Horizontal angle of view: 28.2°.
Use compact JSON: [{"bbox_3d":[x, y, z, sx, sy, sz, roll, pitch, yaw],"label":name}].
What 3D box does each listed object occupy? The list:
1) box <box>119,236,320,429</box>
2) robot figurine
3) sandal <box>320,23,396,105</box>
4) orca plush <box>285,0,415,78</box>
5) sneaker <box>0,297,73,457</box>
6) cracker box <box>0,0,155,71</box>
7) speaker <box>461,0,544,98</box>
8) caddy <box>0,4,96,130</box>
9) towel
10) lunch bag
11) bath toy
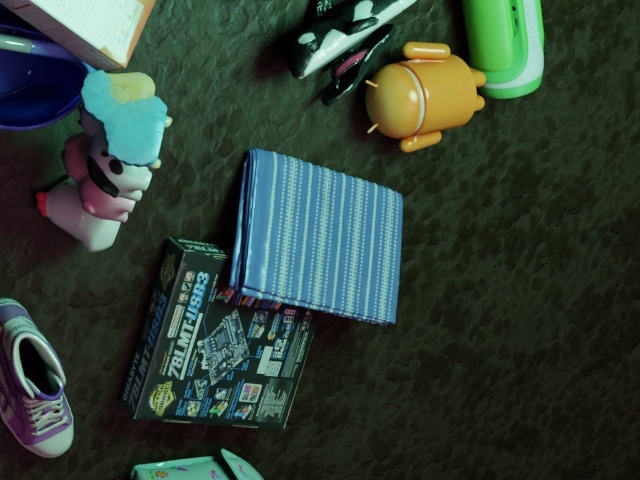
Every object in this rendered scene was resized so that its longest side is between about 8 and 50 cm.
[{"bbox_3d":[-0.152,0.158,2.088,0.293,0.073,0.295,9,103,-35],"label":"box"},{"bbox_3d":[0.167,-0.239,2.099,0.219,0.128,0.158,-14,156,-29],"label":"robot figurine"},{"bbox_3d":[0.052,-0.289,2.044,0.040,0.067,0.179,45,75,-30],"label":"sandal"},{"bbox_3d":[0.043,-0.362,1.983,0.287,0.151,0.102,-36,94,-13],"label":"orca plush"},{"bbox_3d":[-0.420,0.235,1.888,0.102,0.161,0.282,-30,125,-22],"label":"sneaker"},{"bbox_3d":[-0.318,-0.338,1.596,0.232,0.067,0.155,36,66,-37],"label":"cracker box"},{"bbox_3d":[0.297,-0.392,2.120,0.131,0.131,0.296,-26,122,-23],"label":"speaker"},{"bbox_3d":[-0.443,-0.275,1.645,0.341,0.179,0.241,6,107,-35],"label":"caddy"},{"bbox_3d":[0.000,0.000,2.096,0.336,0.040,0.243,15,74,-38],"label":"towel"},{"bbox_3d":[-0.163,0.465,2.114,0.262,0.223,0.160,-2,118,-33],"label":"lunch bag"},{"bbox_3d":[-0.307,-0.104,1.756,0.129,0.348,0.151,17,61,-15],"label":"bath toy"}]
